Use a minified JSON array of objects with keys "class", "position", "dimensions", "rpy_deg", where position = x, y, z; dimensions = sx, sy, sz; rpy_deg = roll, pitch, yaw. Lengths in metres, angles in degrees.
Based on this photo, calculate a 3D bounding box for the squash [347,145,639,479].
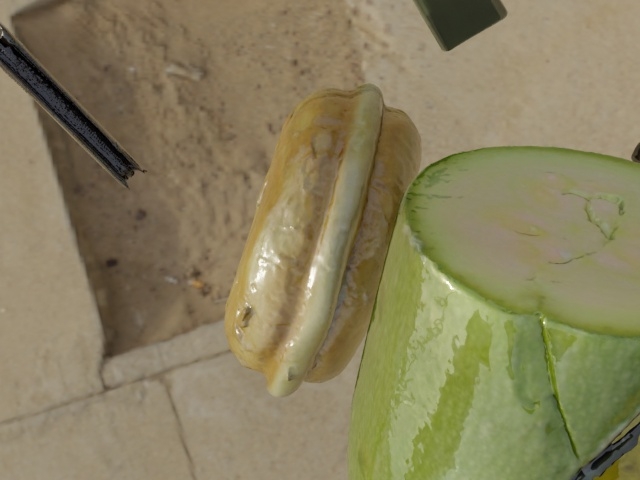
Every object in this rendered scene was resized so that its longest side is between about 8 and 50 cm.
[{"class":"squash","position":[0.126,0.117,0.813],"dimensions":[0.210,0.233,0.309],"rpy_deg":[9,122,6]}]

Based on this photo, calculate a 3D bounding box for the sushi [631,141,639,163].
[{"class":"sushi","position":[0.558,-0.032,1.454],"dimensions":[0.281,0.299,0.294],"rpy_deg":[-30,57,43]}]

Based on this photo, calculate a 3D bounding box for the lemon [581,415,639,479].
[{"class":"lemon","position":[0.317,0.324,1.147],"dimensions":[0.364,0.364,0.364],"rpy_deg":[4,98,29]}]

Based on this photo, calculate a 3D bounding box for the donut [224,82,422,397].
[{"class":"donut","position":[0.000,0.000,1.583],"dimensions":[0.198,0.449,0.449],"rpy_deg":[16,106,-4]}]

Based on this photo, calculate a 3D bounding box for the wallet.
[{"class":"wallet","position":[-0.250,-0.131,1.114],"dimensions":[0.031,0.110,0.198],"rpy_deg":[-45,115,-5]}]

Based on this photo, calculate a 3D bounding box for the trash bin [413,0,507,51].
[{"class":"trash bin","position":[0.099,-0.201,0.909],"dimensions":[0.061,0.092,0.043],"rpy_deg":[-29,53,12]}]
